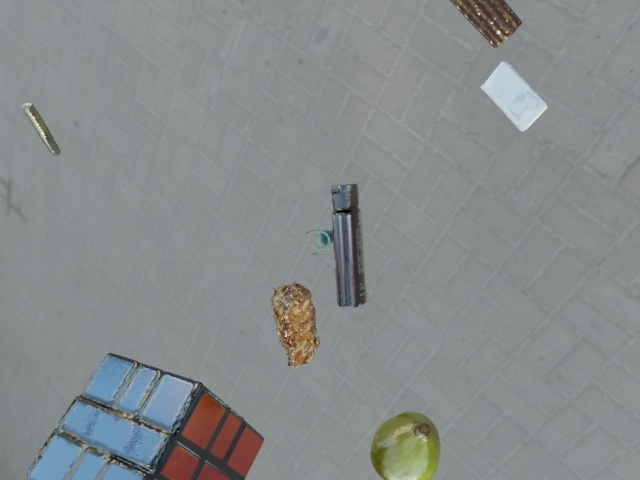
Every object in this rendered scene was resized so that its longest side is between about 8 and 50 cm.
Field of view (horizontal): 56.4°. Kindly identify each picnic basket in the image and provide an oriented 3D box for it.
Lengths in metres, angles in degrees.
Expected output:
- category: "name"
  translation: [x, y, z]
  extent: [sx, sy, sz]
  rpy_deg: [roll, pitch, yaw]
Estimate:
- category: "picnic basket"
  translation: [0.000, 0.000, 1.658]
  extent: [0.083, 0.083, 0.065]
  rpy_deg: [10, 113, 59]

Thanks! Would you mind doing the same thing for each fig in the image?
- category: "fig"
  translation: [0.171, 0.414, 1.185]
  extent: [0.135, 0.121, 0.153]
  rpy_deg: [20, 91, 5]

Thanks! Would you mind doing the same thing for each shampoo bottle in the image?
- category: "shampoo bottle"
  translation: [0.074, 0.010, 1.608]
  extent: [0.084, 0.129, 0.323]
  rpy_deg: [-3, 97, 14]

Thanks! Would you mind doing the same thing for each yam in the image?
- category: "yam"
  translation: [-0.478, -0.189, 1.026]
  extent: [0.021, 0.021, 0.116]
  rpy_deg: [29, 153, 24]

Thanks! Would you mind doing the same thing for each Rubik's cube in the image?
- category: "Rubik's cube"
  translation: [-0.328, 0.425, 1.168]
  extent: [0.288, 0.284, 0.294]
  rpy_deg: [6, 143, 34]

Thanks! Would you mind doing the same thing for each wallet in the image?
- category: "wallet"
  translation: [0.231, -0.174, 0.717]
  extent: [0.044, 0.011, 0.083]
  rpy_deg: [-49, 60, 33]

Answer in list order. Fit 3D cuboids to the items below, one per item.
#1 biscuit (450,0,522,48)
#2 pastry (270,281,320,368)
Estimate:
- category: "biscuit"
  translation: [0.224, -0.480, 1.045]
  extent: [0.073, 0.388, 0.107]
  rpy_deg: [-43, 48, 24]
- category: "pastry"
  translation: [-0.046, 0.138, 1.009]
  extent: [0.063, 0.087, 0.170]
  rpy_deg: [27, 138, 35]
